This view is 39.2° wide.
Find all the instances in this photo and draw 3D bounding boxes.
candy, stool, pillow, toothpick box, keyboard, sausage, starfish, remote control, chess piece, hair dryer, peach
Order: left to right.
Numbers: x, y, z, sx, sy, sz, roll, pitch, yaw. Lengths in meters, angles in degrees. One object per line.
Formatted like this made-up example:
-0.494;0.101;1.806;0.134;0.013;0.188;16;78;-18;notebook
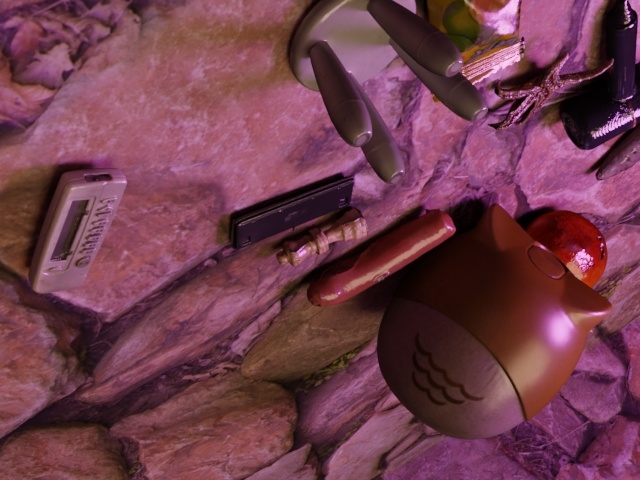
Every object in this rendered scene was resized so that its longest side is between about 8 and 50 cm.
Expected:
-0.341;-0.014;1.235;0.090;0.049;0.230;-7;144;-40;remote control
-0.047;-0.049;1.523;0.230;0.025;0.094;-22;150;-21;keyboard
0.000;-0.001;1.622;0.171;0.060;0.060;-25;153;-14;chess piece
0.118;0.038;1.789;0.326;0.079;0.087;-31;164;-1;sausage
0.083;-0.217;1.190;0.195;0.199;0.195;-36;152;9;stool
0.227;-0.338;1.276;0.187;0.081;0.297;-26;142;-14;candy
0.362;0.181;1.935;0.408;0.409;0.425;4;131;-50;toothpick box
0.402;-0.272;1.599;0.237;0.057;0.213;-26;164;2;starfish
0.561;0.040;2.132;0.230;0.231;0.231;-25;153;-14;peach
0.530;-0.317;1.640;0.189;0.107;0.352;-30;146;0;hair dryer
0.722;-0.219;2.035;0.093;0.051;0.241;4;135;-43;pillow
